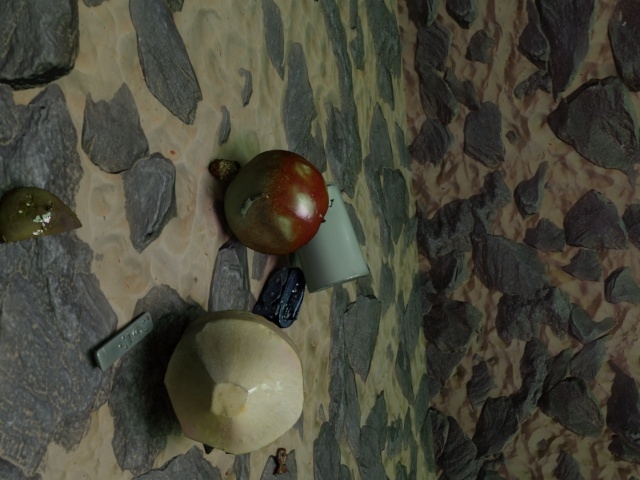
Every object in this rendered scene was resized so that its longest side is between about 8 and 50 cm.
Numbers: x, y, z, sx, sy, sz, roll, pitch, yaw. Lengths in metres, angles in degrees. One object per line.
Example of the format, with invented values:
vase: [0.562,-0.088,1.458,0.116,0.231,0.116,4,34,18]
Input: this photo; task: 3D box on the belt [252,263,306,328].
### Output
belt: [-0.111,0.183,1.790,0.122,0.129,0.218,57,39,-40]

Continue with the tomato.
tomato: [-0.127,-0.116,1.586,0.239,0.303,0.303,37,54,-36]

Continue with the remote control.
remote control: [-0.439,0.222,1.253,0.184,0.027,0.049,-46,131,-61]

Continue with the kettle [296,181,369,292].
kettle: [0.014,-0.006,1.827,0.265,0.205,0.318,25,46,-81]

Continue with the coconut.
coconut: [-0.203,0.332,1.344,0.353,0.353,0.352,4,86,-63]

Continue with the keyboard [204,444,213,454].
keyboard: [-0.270,0.515,1.594,0.202,0.011,0.067,-43,125,-56]

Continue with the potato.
potato: [-0.508,-0.055,1.047,0.172,0.089,0.100,-20,105,-61]

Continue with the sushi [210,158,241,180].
sushi: [-0.265,-0.202,1.572,0.118,0.060,0.061,-46,135,-53]

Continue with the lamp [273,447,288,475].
lamp: [-0.130,0.728,1.851,0.063,0.031,0.083,22,66,-63]
